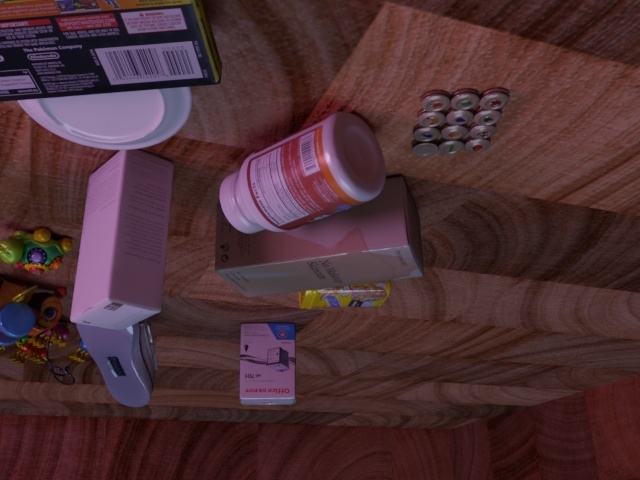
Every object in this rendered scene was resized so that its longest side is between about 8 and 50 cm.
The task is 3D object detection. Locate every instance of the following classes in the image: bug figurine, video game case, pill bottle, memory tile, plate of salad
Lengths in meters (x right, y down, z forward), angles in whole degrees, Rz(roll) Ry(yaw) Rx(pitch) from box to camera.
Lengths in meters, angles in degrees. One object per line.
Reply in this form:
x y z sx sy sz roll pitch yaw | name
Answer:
-0.672 0.251 1.757 0.279 0.072 0.216 -5 151 19 | bug figurine
-0.250 -0.232 0.646 0.275 0.035 0.248 -3 146 5 | video game case
-0.030 -0.081 0.958 0.216 0.121 0.121 -19 151 37 | pill bottle
0.181 -0.153 0.940 0.113 0.012 0.148 -1 157 0 | memory tile
-0.247 -0.175 0.808 0.200 0.048 0.199 -1 148 -1 | plate of salad

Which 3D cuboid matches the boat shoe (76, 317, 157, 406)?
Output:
-0.428 0.198 1.583 0.136 0.156 0.366 -1 128 10 | boat shoe

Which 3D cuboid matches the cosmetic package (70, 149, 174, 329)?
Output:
-0.274 -0.001 0.987 0.086 0.230 0.117 18 151 -38 | cosmetic package

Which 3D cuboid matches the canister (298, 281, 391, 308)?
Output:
0.047 0.092 1.432 0.170 0.073 0.126 0 157 -8 | canister

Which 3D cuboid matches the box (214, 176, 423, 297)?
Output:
0.000 0.000 1.148 0.311 0.121 0.148 -8 155 16 | box

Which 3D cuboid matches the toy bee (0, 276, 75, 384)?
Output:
-0.610 0.146 1.458 0.195 0.162 0.298 -6 133 30 | toy bee

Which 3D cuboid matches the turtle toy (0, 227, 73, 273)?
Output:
-0.503 0.021 1.235 0.095 0.066 0.130 -15 154 28 | turtle toy

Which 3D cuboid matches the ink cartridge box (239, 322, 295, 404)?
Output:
-0.131 0.308 1.774 0.140 0.190 0.082 0 157 -5 | ink cartridge box
